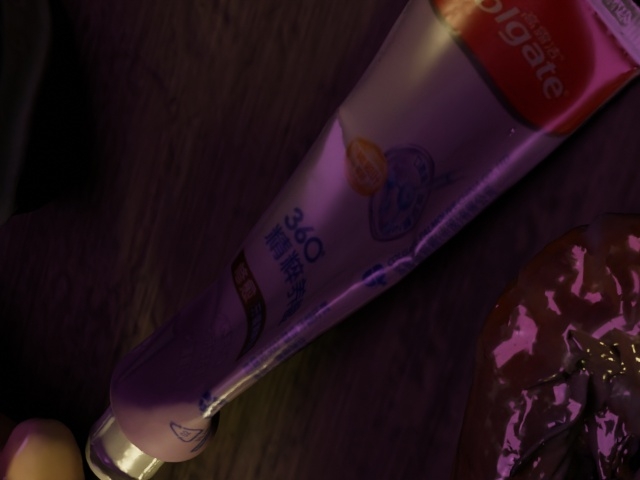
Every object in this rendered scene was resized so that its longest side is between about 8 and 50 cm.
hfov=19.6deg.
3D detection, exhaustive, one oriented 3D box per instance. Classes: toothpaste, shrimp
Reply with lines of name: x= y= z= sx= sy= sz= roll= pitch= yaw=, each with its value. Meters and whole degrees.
toothpaste: x=0.000 y=0.000 z=0.657 sx=0.301 sy=0.048 sz=0.075 roll=-47 pitch=53 yaw=36
shrimp: x=0.076 y=0.080 z=0.574 sx=0.101 sy=0.042 sz=0.190 roll=36 pitch=116 yaw=34

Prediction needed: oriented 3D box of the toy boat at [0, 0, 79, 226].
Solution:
toy boat: x=-0.194 y=-0.095 z=0.821 sx=0.262 sy=0.115 sz=0.114 roll=55 pitch=129 yaw=32

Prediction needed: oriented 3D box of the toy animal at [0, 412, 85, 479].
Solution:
toy animal: x=-0.235 y=0.120 z=0.807 sx=0.256 sy=0.195 sz=0.213 roll=33 pitch=129 yaw=37
